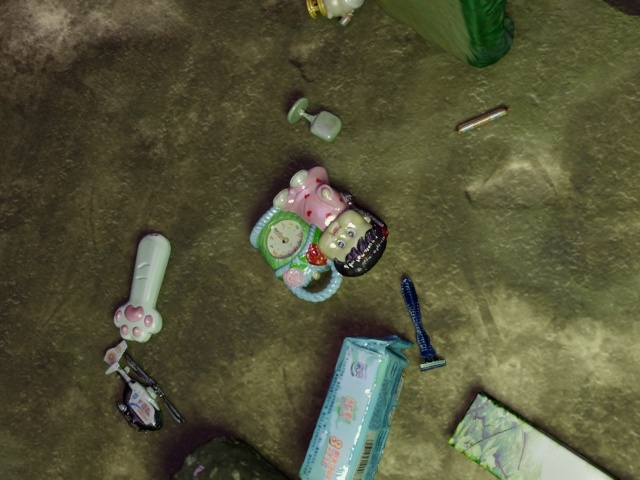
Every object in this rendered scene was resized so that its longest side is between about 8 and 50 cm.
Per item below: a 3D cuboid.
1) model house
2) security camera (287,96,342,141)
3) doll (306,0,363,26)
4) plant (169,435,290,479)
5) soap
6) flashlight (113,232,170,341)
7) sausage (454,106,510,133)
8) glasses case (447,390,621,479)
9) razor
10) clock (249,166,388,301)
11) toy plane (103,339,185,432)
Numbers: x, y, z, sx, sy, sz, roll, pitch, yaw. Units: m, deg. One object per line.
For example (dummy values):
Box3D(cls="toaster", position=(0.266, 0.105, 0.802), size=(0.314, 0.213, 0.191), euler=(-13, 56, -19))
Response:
Box3D(cls="model house", position=(0.232, -0.521, 1.252), size=(0.334, 0.382, 0.343), euler=(38, 92, 23))
Box3D(cls="security camera", position=(-0.007, -0.212, 1.437), size=(0.092, 0.058, 0.058), euler=(37, 90, 12))
Box3D(cls="doll", position=(0.042, -0.436, 1.470), size=(0.127, 0.073, 0.084), euler=(-10, 106, 20))
Box3D(cls="plant", position=(-0.089, 0.458, 1.222), size=(0.321, 0.194, 0.182), euler=(46, 106, 28))
Box3D(cls="soap", position=(0.055, 0.277, 1.222), size=(0.077, 0.156, 0.293), euler=(14, 80, 24))
Box3D(cls="flashlight", position=(-0.319, 0.083, 1.461), size=(0.093, 0.047, 0.201), euler=(7, 79, 21))
Box3D(cls="sausage", position=(0.273, -0.202, 1.351), size=(0.100, 0.015, 0.015), euler=(-23, 70, 12))
Box3D(cls="glasses case", position=(0.327, 0.332, 1.166), size=(0.272, 0.062, 0.095), euler=(32, 94, 24))
Box3D(cls="razor", position=(0.158, 0.135, 1.293), size=(0.044, 0.028, 0.155), euler=(-14, 70, -6))
Box3D(cls="clock", position=(0.000, 0.000, 1.349), size=(0.195, 0.100, 0.194), euler=(42, 95, 26))
Box3D(cls="toy plane", position=(-0.324, 0.269, 1.415), size=(0.078, 0.053, 0.197), euler=(-41, 68, -4))
